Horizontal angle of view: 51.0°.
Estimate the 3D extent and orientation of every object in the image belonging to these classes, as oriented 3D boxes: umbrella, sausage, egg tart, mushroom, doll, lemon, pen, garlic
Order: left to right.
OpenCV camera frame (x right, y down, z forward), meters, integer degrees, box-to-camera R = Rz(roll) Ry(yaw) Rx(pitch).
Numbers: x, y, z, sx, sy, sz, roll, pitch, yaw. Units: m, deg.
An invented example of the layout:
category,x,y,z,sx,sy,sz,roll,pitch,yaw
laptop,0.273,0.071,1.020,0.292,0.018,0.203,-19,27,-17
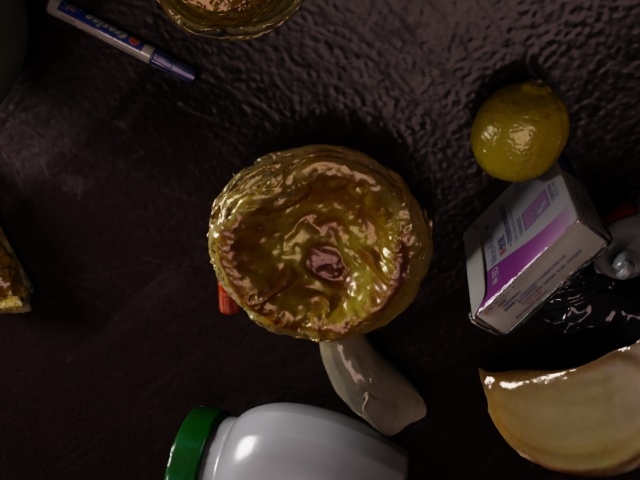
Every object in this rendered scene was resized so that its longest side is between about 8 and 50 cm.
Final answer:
category,x,y,z,sx,sy,sz,roll,pitch,yaw
pen,-0.249,-0.253,0.851,0.204,0.025,0.025,26,121,-5
egg tart,-0.109,-0.319,0.751,0.213,0.090,0.212,4,124,6
sausage,-0.137,0.049,0.997,0.034,0.034,0.129,6,121,7
egg tart,0.000,0.000,0.893,0.295,0.116,0.294,2,111,5
mushroom,0.061,0.195,1.011,0.108,0.096,0.247,-16,114,43
lemon,0.233,-0.128,0.785,0.109,0.109,0.133,10,126,5
garlic,0.371,0.216,0.876,0.196,0.151,0.338,39,147,-13
umbrella,0.376,0.087,0.887,0.273,0.122,0.110,16,77,5
doll,0.350,-0.006,0.767,0.075,0.227,0.102,33,118,9

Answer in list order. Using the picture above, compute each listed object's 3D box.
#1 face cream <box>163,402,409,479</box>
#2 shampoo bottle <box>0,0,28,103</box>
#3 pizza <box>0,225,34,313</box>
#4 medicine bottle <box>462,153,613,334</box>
category,x,y,z,sx,sy,sz,roll,pitch,yaw
face cream,-0.046,0.393,1.068,0.357,0.219,0.312,7,126,11
shampoo bottle,-0.503,-0.247,0.744,0.323,0.317,0.322,2,109,6
pizza,-0.610,0.019,1.044,0.258,0.087,0.268,-9,120,18
medicine bottle,0.247,-0.003,0.801,0.052,0.201,0.171,33,121,-12
